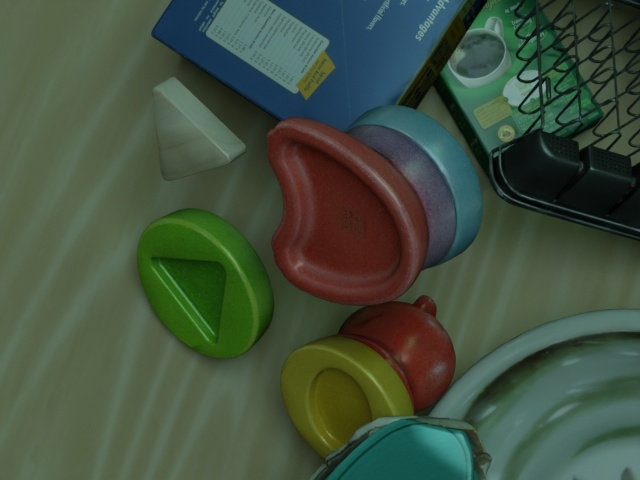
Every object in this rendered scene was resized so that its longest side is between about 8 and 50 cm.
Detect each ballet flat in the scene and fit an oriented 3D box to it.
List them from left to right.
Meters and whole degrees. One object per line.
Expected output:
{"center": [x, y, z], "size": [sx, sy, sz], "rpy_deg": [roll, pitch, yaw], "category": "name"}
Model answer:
{"center": [0.008, 0.310, 1.480], "size": [0.147, 0.147, 0.409], "rpy_deg": [27, 95, 0], "category": "ballet flat"}

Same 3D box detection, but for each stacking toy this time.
{"center": [0.000, 0.000, 1.513], "size": [0.279, 0.309, 0.130], "rpy_deg": [30, 44, 26], "category": "stacking toy"}

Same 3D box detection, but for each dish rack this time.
{"center": [0.248, -0.141, 1.598], "size": [0.208, 0.074, 0.271], "rpy_deg": [15, 59, -23], "category": "dish rack"}

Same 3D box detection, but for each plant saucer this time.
{"center": [0.248, 0.257, 1.506], "size": [0.400, 0.100, 0.400], "rpy_deg": [-7, 74, 24], "category": "plant saucer"}

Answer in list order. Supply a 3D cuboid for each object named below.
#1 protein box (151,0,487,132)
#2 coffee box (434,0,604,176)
{"center": [0.007, -0.191, 1.562], "size": [0.201, 0.136, 0.200], "rpy_deg": [34, 94, 6], "category": "protein box"}
{"center": [0.153, -0.157, 1.645], "size": [0.113, 0.040, 0.184], "rpy_deg": [-30, 84, -9], "category": "coffee box"}
